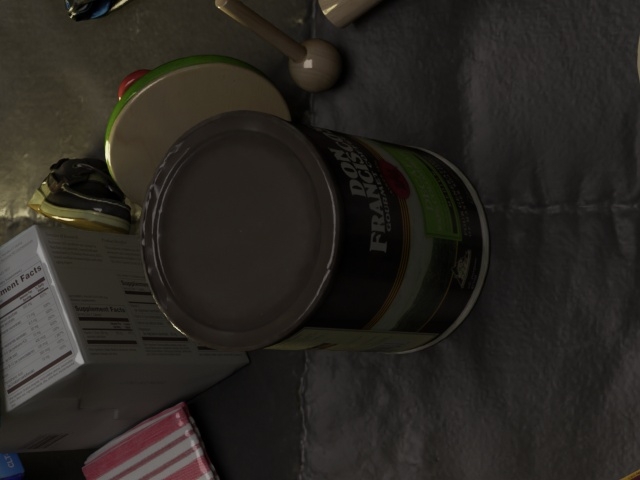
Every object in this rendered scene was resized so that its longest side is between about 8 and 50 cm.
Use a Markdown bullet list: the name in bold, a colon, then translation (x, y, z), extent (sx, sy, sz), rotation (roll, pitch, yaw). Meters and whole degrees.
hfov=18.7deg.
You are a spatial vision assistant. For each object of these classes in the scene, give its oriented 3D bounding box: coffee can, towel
- **coffee can**: translation (0.000, 0.000, 1.727), extent (0.201, 0.275, 0.202), rotation (-2, 85, 31)
- **towel**: translation (-0.148, 0.277, 1.944), extent (0.144, 0.029, 0.197), rotation (-32, 77, 27)

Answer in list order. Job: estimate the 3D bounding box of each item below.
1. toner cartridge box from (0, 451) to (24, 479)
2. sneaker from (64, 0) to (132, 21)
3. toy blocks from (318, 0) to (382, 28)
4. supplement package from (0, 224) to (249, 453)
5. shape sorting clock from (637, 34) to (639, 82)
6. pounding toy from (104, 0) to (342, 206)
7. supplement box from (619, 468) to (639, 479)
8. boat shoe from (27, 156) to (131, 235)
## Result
- **toner cartridge box**: translation (-0.425, 0.253, 2.016), extent (0.348, 0.075, 0.165), rotation (-49, 62, 46)
- **sneaker**: translation (-0.277, -0.289, 2.037), extent (0.216, 0.079, 0.121), rotation (1, 85, 31)
- **toy blocks**: translation (-0.002, -0.398, 1.758), extent (0.260, 0.288, 0.309), rotation (-33, 67, 30)
- **supplement package**: translation (-0.239, 0.100, 1.877), extent (0.204, 0.262, 0.145), rotation (-32, 71, 26)
- **shape sorting clock**: translation (0.366, -0.165, 1.649), extent (0.206, 0.040, 0.206), rotation (-2, 85, 32)
- **pounding toy**: translation (-0.112, -0.144, 1.894), extent (0.237, 0.183, 0.110), rotation (-47, 38, 20)
- **supplement box**: translation (0.296, 0.209, 1.639), extent (0.055, 0.083, 0.043), rotation (-34, 70, 26)
- **boat shoe**: translation (-0.239, -0.049, 1.954), extent (0.223, 0.080, 0.073), rotation (13, 85, 68)
